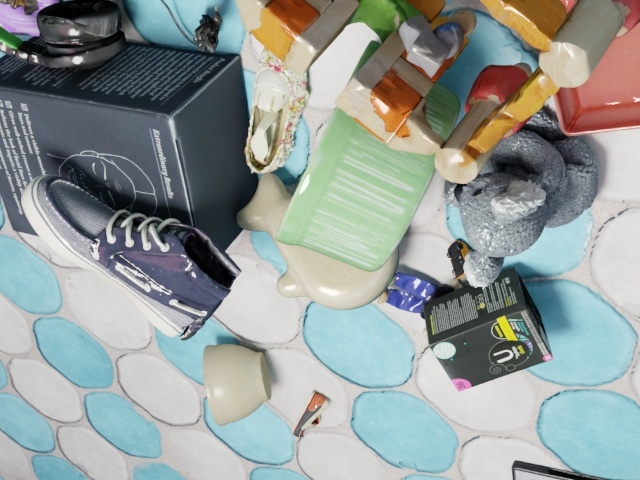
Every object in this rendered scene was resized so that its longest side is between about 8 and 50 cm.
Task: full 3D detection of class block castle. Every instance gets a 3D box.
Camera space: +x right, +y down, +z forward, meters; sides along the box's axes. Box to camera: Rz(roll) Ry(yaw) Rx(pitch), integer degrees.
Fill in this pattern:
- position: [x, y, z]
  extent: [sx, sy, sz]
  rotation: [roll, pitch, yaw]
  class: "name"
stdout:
- position: [0.104, -0.307, 1.008]
  extent: [0.453, 0.213, 0.303]
  rotation: [39, 147, -2]
  class: "block castle"

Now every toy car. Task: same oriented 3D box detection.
- position: [0.215, 0.058, 1.456]
  extent: [0.040, 0.060, 0.122]
  rotation: [1, 132, -28]
  class: "toy car"

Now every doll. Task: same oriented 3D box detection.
- position: [0.193, 0.112, 1.511]
  extent: [0.189, 0.046, 0.129]
  rotation: [21, 124, 5]
  class: "doll"

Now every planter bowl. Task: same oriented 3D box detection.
- position: [-0.158, 0.276, 1.785]
  extent: [0.109, 0.162, 0.162]
  rotation: [-12, 122, 5]
  class: "planter bowl"

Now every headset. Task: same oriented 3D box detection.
- position: [-0.340, -0.354, 1.321]
  extent: [0.394, 0.185, 0.243]
  rotation: [12, 117, -12]
  class: "headset"

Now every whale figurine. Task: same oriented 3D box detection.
- position: [0.000, 0.000, 1.468]
  extent: [0.272, 0.216, 0.141]
  rotation: [30, 178, 16]
  class: "whale figurine"

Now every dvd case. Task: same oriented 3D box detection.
- position: [0.483, 0.498, 1.671]
  extent: [0.253, 0.022, 0.180]
  rotation: [6, 128, 26]
  class: "dvd case"

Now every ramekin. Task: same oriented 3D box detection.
- position: [0.069, -0.105, 1.241]
  extent: [0.148, 0.303, 0.303]
  rotation: [26, 134, -1]
  class: "ramekin"

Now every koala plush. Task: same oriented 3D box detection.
- position: [0.260, -0.055, 1.215]
  extent: [0.203, 0.221, 0.196]
  rotation: [29, 134, 7]
  class: "koala plush"

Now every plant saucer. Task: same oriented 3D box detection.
- position: [0.397, -0.262, 1.094]
  extent: [0.258, 0.048, 0.259]
  rotation: [-3, 122, 32]
  class: "plant saucer"

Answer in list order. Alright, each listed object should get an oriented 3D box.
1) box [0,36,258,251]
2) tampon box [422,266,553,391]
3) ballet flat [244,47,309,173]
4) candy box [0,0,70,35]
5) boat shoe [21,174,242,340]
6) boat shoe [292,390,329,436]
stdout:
- position: [-0.329, -0.152, 1.484]
  extent: [0.395, 0.212, 0.293]
  rotation: [13, 130, 22]
  class: "box"
- position: [0.259, 0.141, 1.411]
  extent: [0.161, 0.101, 0.120]
  rotation: [-24, 123, 17]
  class: "tampon box"
- position: [-0.072, -0.199, 1.393]
  extent: [0.091, 0.077, 0.241]
  rotation: [21, 132, 15]
  class: "ballet flat"
- position: [-0.468, -0.429, 1.439]
  extent: [0.165, 0.070, 0.196]
  rotation: [7, 128, 25]
  class: "candy box"
- position: [-0.271, -0.005, 1.351]
  extent: [0.340, 0.127, 0.158]
  rotation: [40, 129, -17]
  class: "boat shoe"
- position: [-0.021, 0.359, 1.834]
  extent: [0.043, 0.049, 0.137]
  rotation: [28, 129, 5]
  class: "boat shoe"
